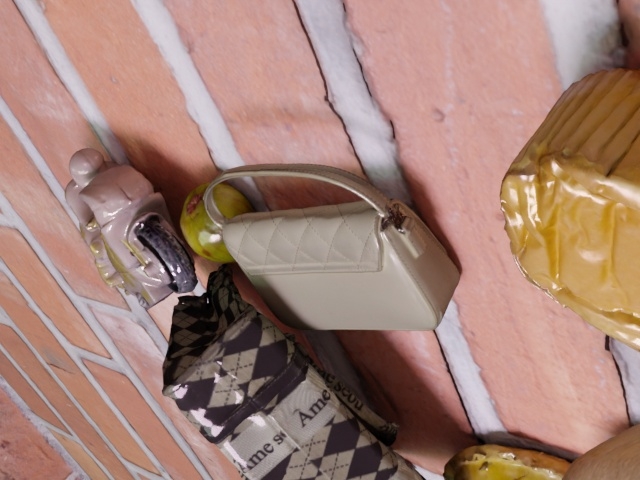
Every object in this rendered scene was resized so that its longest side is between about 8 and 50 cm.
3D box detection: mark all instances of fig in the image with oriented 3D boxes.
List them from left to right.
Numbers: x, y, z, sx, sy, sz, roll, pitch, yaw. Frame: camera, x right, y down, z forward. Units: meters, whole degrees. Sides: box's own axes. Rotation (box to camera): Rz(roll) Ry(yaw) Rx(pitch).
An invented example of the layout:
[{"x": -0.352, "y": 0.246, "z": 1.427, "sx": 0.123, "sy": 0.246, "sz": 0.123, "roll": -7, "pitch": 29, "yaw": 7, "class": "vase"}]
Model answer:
[{"x": -0.100, "y": 0.009, "z": 1.031, "sx": 0.093, "sy": 0.093, "sz": 0.166, "roll": 3, "pitch": 133, "yaw": 46, "class": "fig"}]

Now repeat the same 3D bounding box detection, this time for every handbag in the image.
[{"x": -0.025, "y": 0.225, "z": 1.103, "sx": 0.416, "sy": 0.180, "sz": 0.317, "roll": 50, "pitch": 178, "yaw": -19, "class": "handbag"}, {"x": 0.000, "y": 0.000, "z": 0.893, "sx": 0.256, "sy": 0.079, "sz": 0.219, "roll": -4, "pitch": 133, "yaw": 43, "class": "handbag"}]

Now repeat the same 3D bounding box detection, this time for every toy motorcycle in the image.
[{"x": -0.254, "y": -0.013, "z": 1.135, "sx": 0.223, "sy": 0.107, "sz": 0.340, "roll": 55, "pitch": 160, "yaw": -4, "class": "toy motorcycle"}]

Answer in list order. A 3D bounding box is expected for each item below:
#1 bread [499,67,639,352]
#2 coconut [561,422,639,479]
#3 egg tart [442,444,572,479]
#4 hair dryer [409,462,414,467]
[{"x": 0.248, "y": -0.012, "z": 0.575, "sx": 0.250, "sy": 0.133, "sz": 0.179, "roll": 25, "pitch": 147, "yaw": 32, "class": "bread"}, {"x": 0.349, "y": 0.255, "z": 0.614, "sx": 0.346, "sy": 0.360, "sz": 0.346, "roll": 157, "pitch": 90, "yaw": -80, "class": "coconut"}, {"x": 0.283, "y": 0.389, "z": 1.065, "sx": 0.341, "sy": 0.132, "sz": 0.341, "roll": 29, "pitch": 148, "yaw": 21, "class": "egg tart"}, {"x": 0.103, "y": 0.461, "z": 1.414, "sx": 0.298, "sy": 0.119, "sz": 0.296, "roll": -19, "pitch": 124, "yaw": 41, "class": "hair dryer"}]
